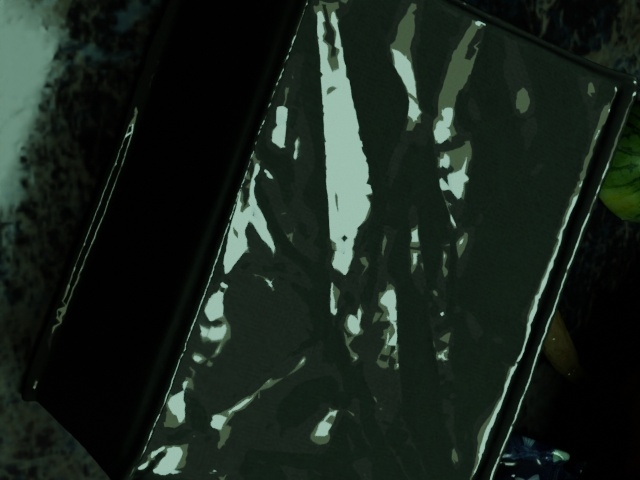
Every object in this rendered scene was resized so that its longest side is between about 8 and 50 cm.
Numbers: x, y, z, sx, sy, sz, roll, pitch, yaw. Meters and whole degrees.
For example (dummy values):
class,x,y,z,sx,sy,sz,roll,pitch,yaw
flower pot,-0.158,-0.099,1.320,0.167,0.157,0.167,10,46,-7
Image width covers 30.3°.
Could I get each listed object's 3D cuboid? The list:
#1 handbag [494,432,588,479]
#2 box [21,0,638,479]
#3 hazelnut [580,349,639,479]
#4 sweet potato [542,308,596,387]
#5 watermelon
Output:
class,x,y,z,sx,sy,sz,roll,pitch,yaw
handbag,0.113,0.275,0.953,0.162,0.113,0.260,18,93,-26
box,0.000,0.000,0.771,0.251,0.204,0.345,18,92,-31
hazelnut,0.368,0.233,0.937,0.421,0.353,0.421,-43,162,-18
sweet potato,0.164,0.052,0.967,0.050,0.050,0.214,-52,124,-9
watermelon,0.283,-0.066,0.996,0.105,0.062,0.105,-2,95,-23
